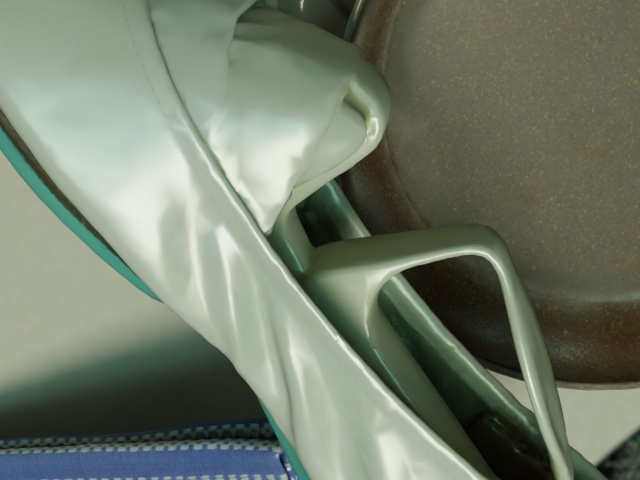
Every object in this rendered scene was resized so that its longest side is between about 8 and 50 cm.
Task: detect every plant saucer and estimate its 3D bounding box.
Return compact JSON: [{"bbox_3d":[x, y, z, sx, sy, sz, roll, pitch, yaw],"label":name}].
[{"bbox_3d":[0.154,-0.070,0.653,0.310,0.050,0.311,-4,119,-7],"label":"plant saucer"}]

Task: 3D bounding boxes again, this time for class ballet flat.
[{"bbox_3d":[0.000,0.000,0.576,0.139,0.139,0.400,-32,108,8],"label":"ballet flat"}]

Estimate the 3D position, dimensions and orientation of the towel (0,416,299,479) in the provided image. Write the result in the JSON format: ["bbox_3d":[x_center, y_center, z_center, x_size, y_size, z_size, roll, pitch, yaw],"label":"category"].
[{"bbox_3d":[-0.079,0.228,0.751,0.243,0.040,0.336,-6,121,19],"label":"towel"}]
